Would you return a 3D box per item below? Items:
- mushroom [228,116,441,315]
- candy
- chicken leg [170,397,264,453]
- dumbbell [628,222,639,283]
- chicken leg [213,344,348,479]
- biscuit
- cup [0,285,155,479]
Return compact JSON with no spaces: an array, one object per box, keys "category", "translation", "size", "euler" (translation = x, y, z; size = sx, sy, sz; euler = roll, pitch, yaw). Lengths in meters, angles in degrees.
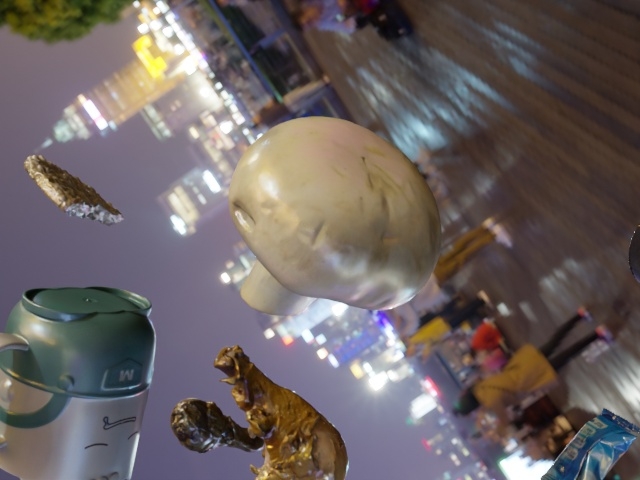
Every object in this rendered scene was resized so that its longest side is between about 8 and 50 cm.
[{"category":"mushroom","translation":[0.024,-0.015,1.613],"size":[0.325,0.353,0.353],"euler":[19,161,27]},{"category":"candy","translation":[0.365,0.290,1.354],"size":[0.038,0.136,0.088],"euler":[47,173,-24]},{"category":"chicken leg","translation":[-0.173,0.324,1.692],"size":[0.198,0.069,0.085],"euler":[25,-117,-38]},{"category":"dumbbell","translation":[0.709,0.063,1.765],"size":[0.203,0.204,0.322],"euler":[56,-179,-23]},{"category":"chicken leg","translation":[-0.055,0.211,1.143],"size":[0.207,0.101,0.085],"euler":[50,-164,-8]},{"category":"biscuit","translation":[-0.368,-0.076,1.450],"size":[0.133,0.032,0.250],"euler":[41,-179,6]},{"category":"cup","translation":[-0.372,0.203,1.387],"size":[0.219,0.257,0.290],"euler":[21,-167,38]}]
